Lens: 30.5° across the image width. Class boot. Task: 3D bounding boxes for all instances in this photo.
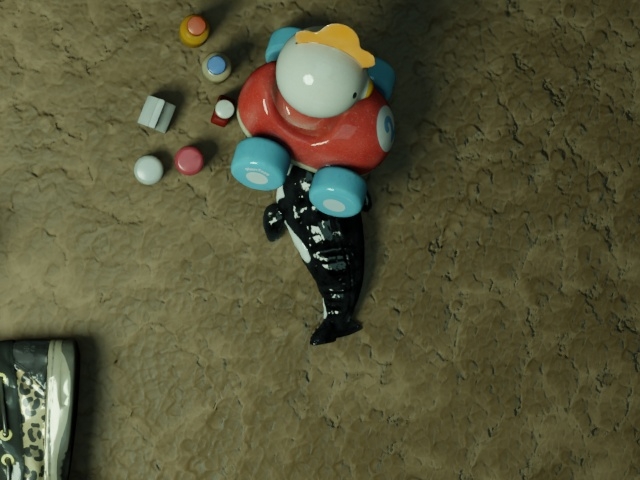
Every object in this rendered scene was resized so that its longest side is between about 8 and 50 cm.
[{"bbox_3d":[-0.471,0.299,1.523,0.284,0.138,0.378,8,89,-9],"label":"boot"}]

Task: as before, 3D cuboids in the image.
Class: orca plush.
[{"bbox_3d":[0.000,0.000,1.581,0.151,0.102,0.287,2,94,-7],"label":"orca plush"}]

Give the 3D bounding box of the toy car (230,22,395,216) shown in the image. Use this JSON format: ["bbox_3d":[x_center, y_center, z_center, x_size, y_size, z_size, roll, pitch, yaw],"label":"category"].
[{"bbox_3d":[0.015,-0.187,1.468,0.210,0.238,0.219,19,64,-8],"label":"toy car"}]

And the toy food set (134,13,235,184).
[{"bbox_3d":[-0.173,-0.175,1.546,0.111,0.104,0.232,23,91,-8],"label":"toy food set"}]
